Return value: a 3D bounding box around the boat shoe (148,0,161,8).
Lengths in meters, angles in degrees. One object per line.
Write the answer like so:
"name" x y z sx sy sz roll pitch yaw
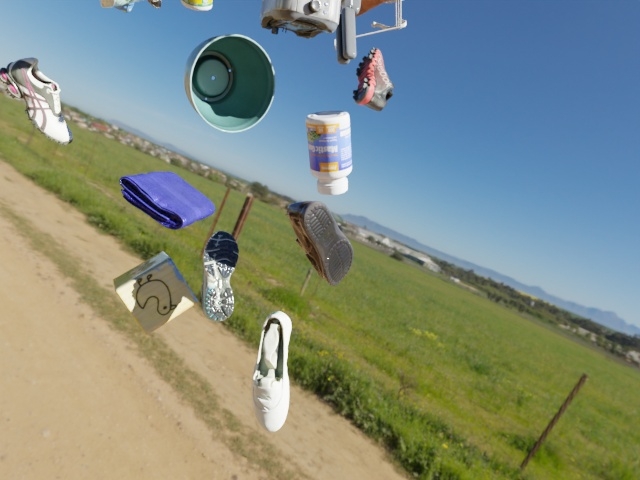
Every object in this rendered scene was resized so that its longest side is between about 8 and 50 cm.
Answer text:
"boat shoe" -0.542 -0.797 1.394 0.038 0.046 0.125 58 -13 15

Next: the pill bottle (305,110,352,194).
"pill bottle" 0.033 -0.304 1.515 0.152 0.272 0.152 -4 26 2

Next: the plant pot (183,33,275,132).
"plant pot" -0.324 -0.524 1.420 0.293 0.293 0.196 19 11 -45

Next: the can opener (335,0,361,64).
"can opener" 0.093 -0.705 1.386 0.093 0.281 0.074 6 -9 -27

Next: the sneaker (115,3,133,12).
"sneaker" -0.491 -0.597 0.934 0.240 0.126 0.091 45 45 -1

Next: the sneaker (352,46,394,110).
"sneaker" 0.195 -0.561 1.522 0.135 0.276 0.097 25 -34 -23

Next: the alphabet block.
"alphabet block" -0.569 0.174 1.484 0.193 0.197 0.193 9 -50 62

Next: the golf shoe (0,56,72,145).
"golf shoe" -0.866 -0.431 1.357 0.105 0.120 0.273 -103 166 -59

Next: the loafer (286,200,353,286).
"loafer" 0.000 0.000 1.357 0.130 0.134 0.366 28 -28 39

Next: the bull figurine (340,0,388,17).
"bull figurine" 0.186 -0.870 1.465 0.310 0.101 0.188 -20 -26 28

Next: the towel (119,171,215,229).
"towel" -0.481 -0.128 1.386 0.227 0.076 0.308 38 13 -3

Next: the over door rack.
"over door rack" 0.181 -0.935 1.713 0.240 0.323 0.108 76 -7 -50

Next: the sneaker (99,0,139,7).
"sneaker" -0.334 -0.486 0.784 0.150 0.094 0.256 -15 34 -13

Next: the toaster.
"toaster" -0.038 -0.476 0.821 0.128 0.147 0.227 4 18 -22

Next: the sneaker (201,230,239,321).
"sneaker" -0.331 0.110 1.341 0.110 0.283 0.122 13 -20 -29

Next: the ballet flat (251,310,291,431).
"ballet flat" -0.173 0.438 1.470 0.139 0.401 0.139 4 -16 1

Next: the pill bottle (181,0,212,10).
"pill bottle" -0.451 -0.972 1.583 0.117 0.209 0.118 10 44 -10
